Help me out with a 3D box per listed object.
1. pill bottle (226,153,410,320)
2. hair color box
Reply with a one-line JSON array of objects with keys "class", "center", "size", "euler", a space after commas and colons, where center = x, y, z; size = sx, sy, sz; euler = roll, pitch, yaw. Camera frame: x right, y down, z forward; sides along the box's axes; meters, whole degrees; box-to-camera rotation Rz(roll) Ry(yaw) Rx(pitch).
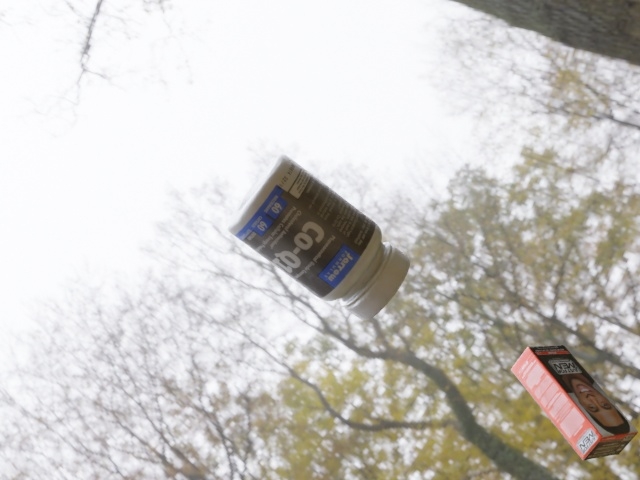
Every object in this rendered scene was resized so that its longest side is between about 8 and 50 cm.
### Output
[{"class": "pill bottle", "center": [0.000, 0.000, 0.762], "size": [0.137, 0.078, 0.078], "euler": [36, -97, -10]}, {"class": "hair color box", "center": [0.295, 0.186, 1.103], "size": [0.072, 0.141, 0.043], "euler": [2, -51, -39]}]
